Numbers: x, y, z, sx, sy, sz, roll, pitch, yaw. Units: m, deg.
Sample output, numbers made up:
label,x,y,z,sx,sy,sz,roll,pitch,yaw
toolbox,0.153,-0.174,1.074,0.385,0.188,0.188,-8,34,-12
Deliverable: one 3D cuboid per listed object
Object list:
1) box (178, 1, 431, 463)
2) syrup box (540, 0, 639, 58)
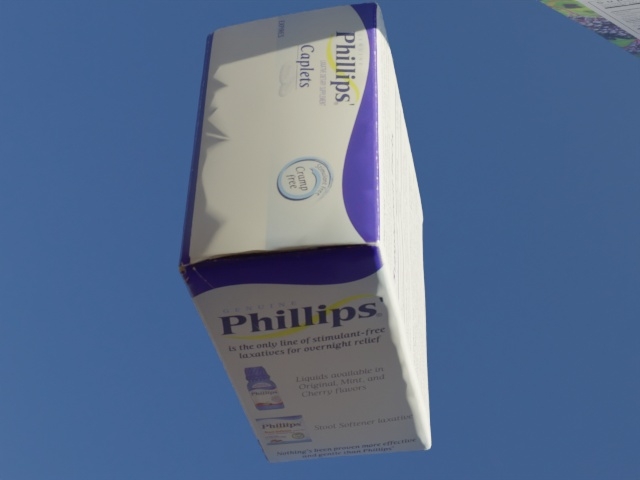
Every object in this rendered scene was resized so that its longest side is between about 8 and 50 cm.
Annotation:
label,x,y,z,sx,sy,sz,roll,pitch,yaw
box,0.000,0.000,0.499,0.072,0.126,0.137,-6,-41,9
syrup box,0.154,-0.150,0.559,0.096,0.237,0.093,-3,-95,32
